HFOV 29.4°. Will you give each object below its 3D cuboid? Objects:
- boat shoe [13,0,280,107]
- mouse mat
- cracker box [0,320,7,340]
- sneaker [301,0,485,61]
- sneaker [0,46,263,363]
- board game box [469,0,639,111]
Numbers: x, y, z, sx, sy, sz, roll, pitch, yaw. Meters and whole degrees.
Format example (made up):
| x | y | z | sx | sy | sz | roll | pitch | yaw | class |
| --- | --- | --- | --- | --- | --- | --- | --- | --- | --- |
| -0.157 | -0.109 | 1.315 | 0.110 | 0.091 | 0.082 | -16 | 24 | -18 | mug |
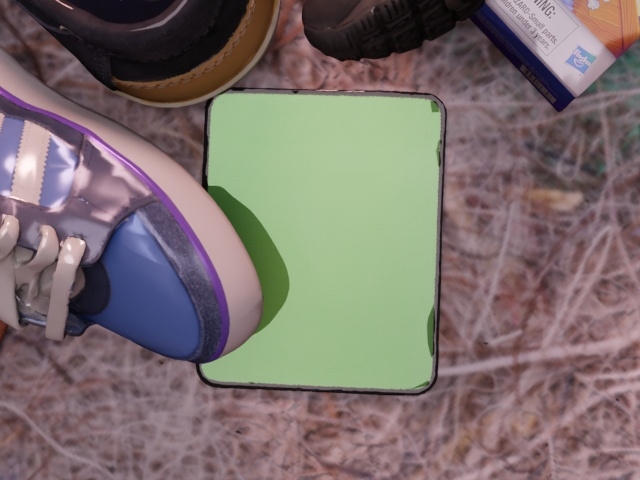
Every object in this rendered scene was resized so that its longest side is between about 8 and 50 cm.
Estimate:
| x | y | z | sx | sy | sz | roll | pitch | yaw | class |
| --- | --- | --- | --- | --- | --- | --- | --- | --- | --- |
| -0.195 | -0.299 | 0.693 | 0.187 | 0.156 | 0.500 | -34 | 90 | 5 | boat shoe |
| 0.000 | 0.000 | 0.761 | 0.152 | 0.007 | 0.190 | 2 | 89 | 3 | mouse mat |
| -0.328 | 0.065 | 0.750 | 0.232 | 0.067 | 0.156 | 24 | 91 | 4 | cracker box |
| 0.078 | -0.217 | 0.641 | 0.130 | 0.109 | 0.286 | 40 | 83 | 9 | sneaker |
| -0.218 | 0.006 | 0.655 | 0.323 | 0.130 | 0.236 | 39 | 47 | 10 | sneaker |
| 0.112 | -0.284 | 0.720 | 0.233 | 0.078 | 0.347 | -43 | 87 | 2 | board game box |
